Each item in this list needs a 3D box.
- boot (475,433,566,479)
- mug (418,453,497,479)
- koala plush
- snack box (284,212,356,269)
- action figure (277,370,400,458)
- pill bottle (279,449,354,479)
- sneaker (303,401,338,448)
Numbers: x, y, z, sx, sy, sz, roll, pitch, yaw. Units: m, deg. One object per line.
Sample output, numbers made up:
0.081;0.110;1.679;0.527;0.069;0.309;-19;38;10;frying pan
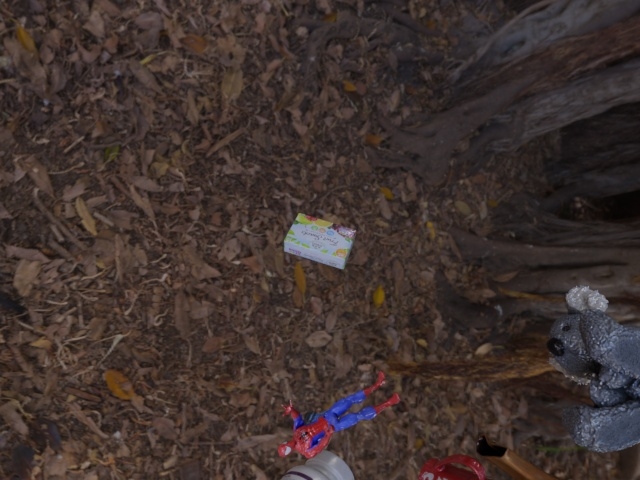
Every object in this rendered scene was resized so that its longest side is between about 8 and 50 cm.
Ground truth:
0.419;0.416;0.759;0.280;0.264;0.096;37;81;5;boot
0.300;0.514;0.983;0.113;0.169;0.151;11;83;-38;mug
0.446;0.185;0.738;0.203;0.221;0.197;1;102;-7;koala plush
0.000;0.000;1.050;0.037;0.141;0.100;97;13;-47;snack box
0.029;0.363;0.988;0.280;0.091;0.139;-28;141;-13;action figure
-0.051;0.618;1.039;0.301;0.169;0.170;-32;103;-49;pill bottle
-0.001;0.458;1.196;0.058;0.084;0.152;-45;155;-55;sneaker
